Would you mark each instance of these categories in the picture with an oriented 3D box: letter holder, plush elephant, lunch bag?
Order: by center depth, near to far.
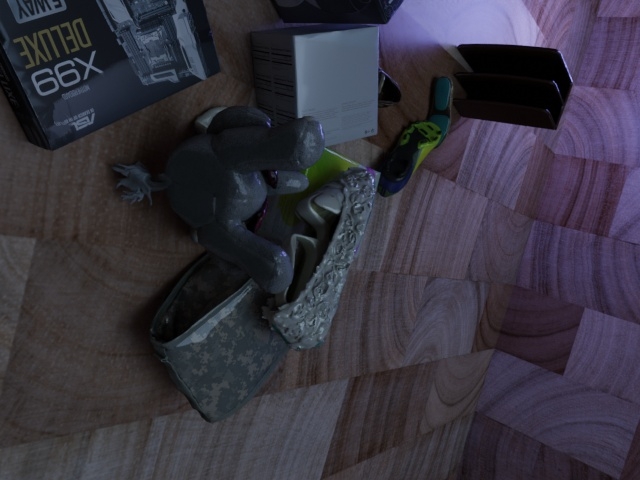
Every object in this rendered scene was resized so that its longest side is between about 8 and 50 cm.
[{"bbox_3d":[-0.136,-0.097,0.904,0.255,0.329,0.272,-43,142,-67],"label":"plush elephant"},{"bbox_3d":[-0.180,0.167,1.014,0.287,0.168,0.235,-48,136,-35],"label":"lunch bag"},{"bbox_3d":[0.539,-0.453,1.555,0.214,0.301,0.152,24,86,-53],"label":"letter holder"}]

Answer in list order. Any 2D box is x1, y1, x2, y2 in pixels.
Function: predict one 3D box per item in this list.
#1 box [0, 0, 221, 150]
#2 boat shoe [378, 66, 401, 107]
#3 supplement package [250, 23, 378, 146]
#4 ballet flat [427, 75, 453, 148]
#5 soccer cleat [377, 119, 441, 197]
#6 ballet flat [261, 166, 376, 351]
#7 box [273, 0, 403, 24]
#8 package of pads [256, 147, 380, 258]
[{"bbox_3d":[-0.298,-0.299,0.731,0.307,0.076,0.243,-40,134,-36],"label":"box"},{"bbox_3d":[0.103,-0.367,1.203,0.257,0.095,0.095,7,99,-53],"label":"boat shoe"},{"bbox_3d":[-0.008,-0.297,1.019,0.194,0.149,0.203,-20,121,-31],"label":"supplement package"},{"bbox_3d":[0.352,-0.370,1.552,0.067,0.073,0.207,-27,130,-61],"label":"ballet flat"},{"bbox_3d":[0.238,-0.229,1.470,0.289,0.093,0.121,-49,169,-33],"label":"soccer cleat"},{"bbox_3d":[0.000,0.000,0.994,0.147,0.146,0.409,55,45,-48],"label":"ballet flat"},{"bbox_3d":[0.023,-0.482,0.921,0.142,0.247,0.163,-58,141,-19],"label":"box"},{"bbox_3d":[0.002,-0.082,1.197,0.296,0.101,0.229,14,93,-53],"label":"package of pads"}]
